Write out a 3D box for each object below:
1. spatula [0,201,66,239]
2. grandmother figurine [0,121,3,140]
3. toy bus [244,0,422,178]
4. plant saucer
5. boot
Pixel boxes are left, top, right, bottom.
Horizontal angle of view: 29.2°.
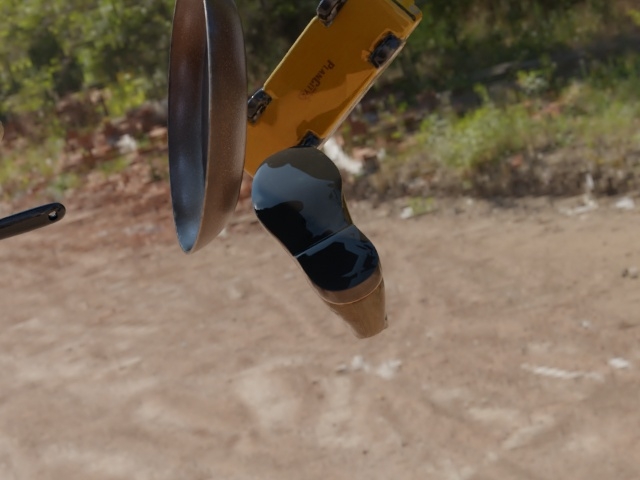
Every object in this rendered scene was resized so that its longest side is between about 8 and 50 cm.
[{"bbox_3d":[-0.463,0.010,1.557,0.296,0.084,0.030,-24,38,-19],"label":"spatula"},{"bbox_3d":[-0.559,-0.174,1.538,0.207,0.104,0.342,18,2,20],"label":"grandmother figurine"},{"bbox_3d":[0.004,-0.206,1.583,0.333,0.108,0.130,-49,-1,34],"label":"toy bus"},{"bbox_3d":[-0.123,-0.139,1.325,0.050,0.311,0.310,1,8,-14],"label":"plant saucer"},{"bbox_3d":[0.000,0.000,1.451,0.112,0.115,0.305,-25,42,-1],"label":"boot"}]
